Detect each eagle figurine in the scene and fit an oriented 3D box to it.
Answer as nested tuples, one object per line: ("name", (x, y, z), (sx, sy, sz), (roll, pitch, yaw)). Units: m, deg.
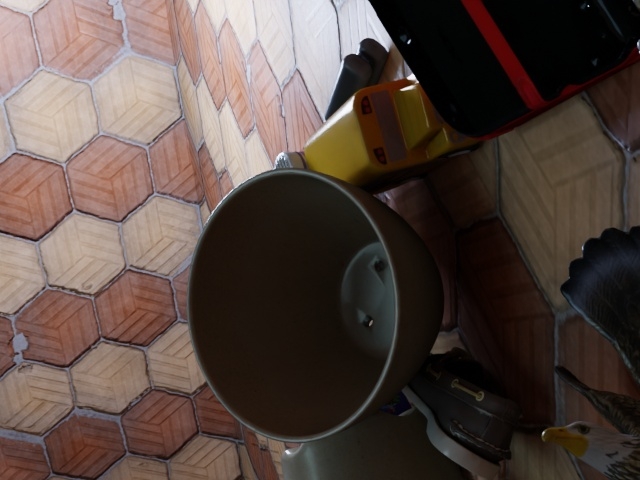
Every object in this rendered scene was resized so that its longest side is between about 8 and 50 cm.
("eagle figurine", (0.282, 0.159, 0.847), (0.226, 0.225, 0.298), (-34, 27, 33))

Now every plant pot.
("plant pot", (0.092, 0.399, 1.393), (0.334, 0.334, 0.305), (110, 145, -64))

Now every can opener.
("can opener", (0.054, -0.187, 1.536), (0.093, 0.074, 0.280), (36, 155, 11))

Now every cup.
("cup", (0.026, 0.078, 1.352), (0.331, 0.237, 0.331), (0, 89, 37))

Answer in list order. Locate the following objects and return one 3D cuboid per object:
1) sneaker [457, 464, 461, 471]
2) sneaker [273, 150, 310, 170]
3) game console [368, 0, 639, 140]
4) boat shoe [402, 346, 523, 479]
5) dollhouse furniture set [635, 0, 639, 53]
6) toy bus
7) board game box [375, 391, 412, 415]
("sneaker", (0.179, 0.410, 1.545), (0.118, 0.083, 0.222), (114, 141, -66))
("sneaker", (0.001, 0.000, 1.568), (0.102, 0.161, 0.282), (48, 134, 46))
("game console", (0.124, -0.292, 1.000), (0.386, 0.060, 0.342), (57, 160, -1))
("boat shoe", (0.176, 0.195, 1.340), (0.096, 0.116, 0.324), (-60, 9, 6))
("dollhouse furniture set", (0.251, -0.150, 0.795), (0.114, 0.081, 0.091), (-123, 24, -50))
("toy bus", (0.083, -0.130, 1.324), (0.333, 0.130, 0.108), (153, 103, -75))
("board game box", (-0.006, 0.163, 1.756), (0.347, 0.078, 0.233), (61, 154, -4))
